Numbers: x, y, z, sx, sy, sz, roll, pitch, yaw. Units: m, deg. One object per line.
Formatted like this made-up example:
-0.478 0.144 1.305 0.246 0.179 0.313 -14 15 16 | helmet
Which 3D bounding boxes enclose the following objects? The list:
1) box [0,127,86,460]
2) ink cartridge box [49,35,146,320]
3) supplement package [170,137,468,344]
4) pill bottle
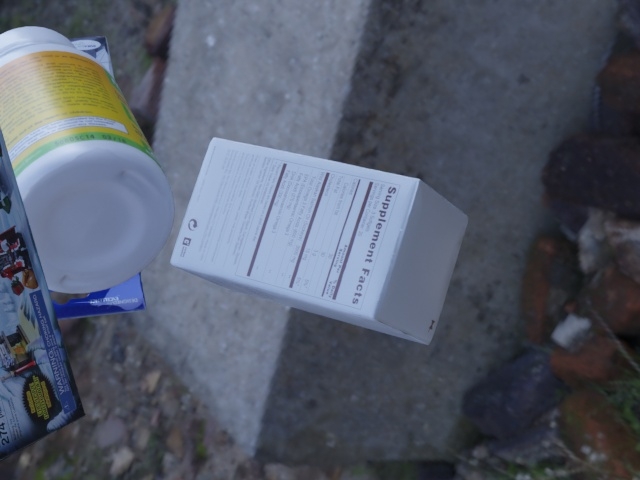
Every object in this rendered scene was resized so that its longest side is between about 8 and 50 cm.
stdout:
-0.130 0.008 0.375 0.027 0.094 0.137 -13 95 28 | box
-0.278 -0.071 1.205 0.065 0.165 0.332 105 154 -52 | ink cartridge box
0.000 0.000 0.879 0.179 0.105 0.105 14 82 29 | supplement package
-0.219 -0.080 0.989 0.136 0.136 0.245 -50 41 16 | pill bottle
